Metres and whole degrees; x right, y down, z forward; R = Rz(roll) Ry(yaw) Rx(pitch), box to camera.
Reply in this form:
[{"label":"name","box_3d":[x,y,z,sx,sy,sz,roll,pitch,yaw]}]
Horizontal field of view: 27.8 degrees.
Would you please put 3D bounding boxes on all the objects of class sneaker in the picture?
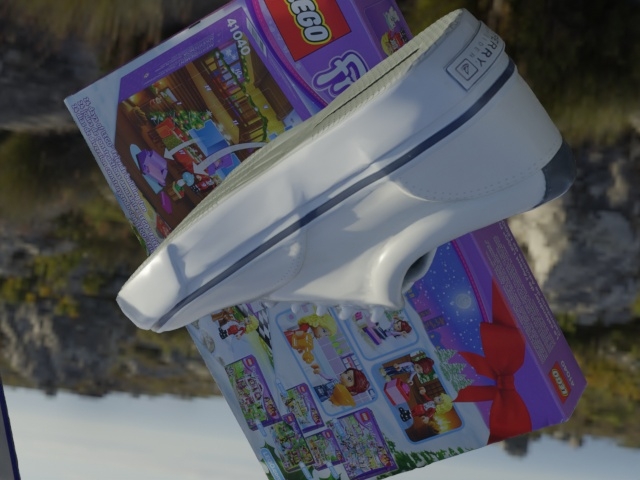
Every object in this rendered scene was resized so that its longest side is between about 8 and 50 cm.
[{"label":"sneaker","box_3d":[0.000,0.000,0.578,0.091,0.094,0.258,49,137,-10]}]

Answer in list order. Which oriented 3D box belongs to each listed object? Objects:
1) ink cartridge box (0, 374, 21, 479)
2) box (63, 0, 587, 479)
[{"label":"ink cartridge box","box_3d":[-0.395,0.081,0.971,0.307,0.072,0.304,22,-154,-35]},{"label":"box","box_3d":[0.001,0.000,0.765,0.201,0.293,0.057,-23,-172,30]}]
